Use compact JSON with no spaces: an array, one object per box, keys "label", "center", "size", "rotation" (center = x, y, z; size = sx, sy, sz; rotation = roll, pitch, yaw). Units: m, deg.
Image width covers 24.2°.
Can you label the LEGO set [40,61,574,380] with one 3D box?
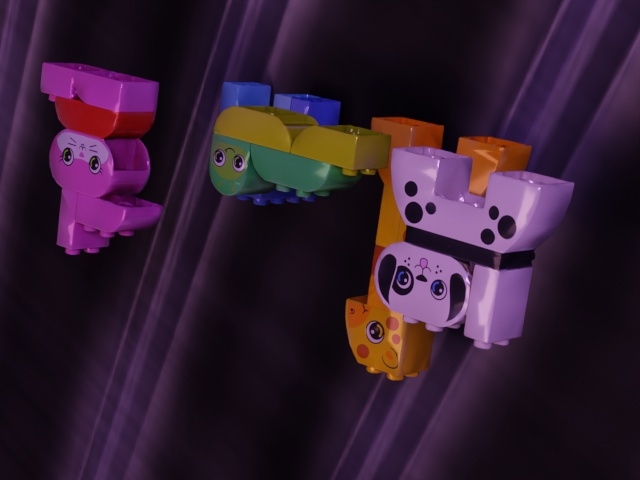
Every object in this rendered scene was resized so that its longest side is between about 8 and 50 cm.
[{"label":"LEGO set","center":[0.000,0.000,0.541],"size":[0.227,0.087,0.093],"rotation":[17,105,39]}]
